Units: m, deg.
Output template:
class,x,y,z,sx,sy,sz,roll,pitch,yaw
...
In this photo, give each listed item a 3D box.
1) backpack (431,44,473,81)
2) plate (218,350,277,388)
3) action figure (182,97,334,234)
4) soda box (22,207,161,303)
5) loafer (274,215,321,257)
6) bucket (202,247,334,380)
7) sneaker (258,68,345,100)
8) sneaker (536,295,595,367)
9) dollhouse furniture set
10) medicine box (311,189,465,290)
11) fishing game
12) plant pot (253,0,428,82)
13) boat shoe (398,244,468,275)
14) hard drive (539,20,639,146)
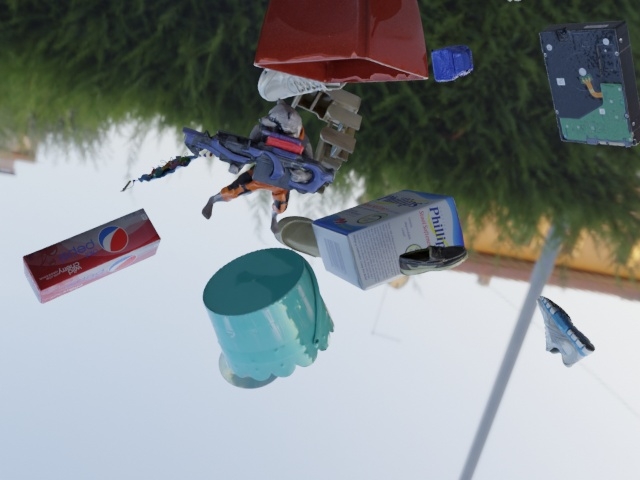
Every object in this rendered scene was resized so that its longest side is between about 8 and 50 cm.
class,x,y,z,sx,sy,sz,roll,pitch,yaw
backpack,0.386,-0.506,2.001,0.101,0.098,0.120,8,-157,36
plate,-0.188,0.329,1.940,0.188,0.188,0.024,12,-156,-18
action figure,-0.157,-0.182,1.580,0.341,0.330,0.179,22,-143,-18
soda box,-0.467,0.031,1.443,0.263,0.092,0.084,-27,-101,-28
loafer,0.000,0.000,1.980,0.268,0.102,0.092,16,-177,-19
bucket,-0.120,0.156,1.573,0.281,0.183,0.281,-14,-148,9
sneaker,-0.014,-0.400,1.668,0.110,0.292,0.118,49,-157,-56
sneaker,0.504,0.196,1.509,0.071,0.083,0.191,26,-156,-26
dollhouse furniture set,-0.006,-0.287,1.824,0.160,0.242,0.212,22,148,-11
medicine box,0.165,-0.011,1.759,0.289,0.149,0.263,-20,-166,-16
fishing game,-0.408,-0.204,1.884,0.263,0.041,0.189,-21,-163,3
plant pot,0.052,-0.457,1.414,0.267,0.236,0.267,7,-173,34
boat shoe,0.245,0.037,1.530,0.152,0.049,0.056,-16,-144,4
hard drive,0.741,-0.424,1.913,0.064,0.339,0.236,-35,-152,-24
